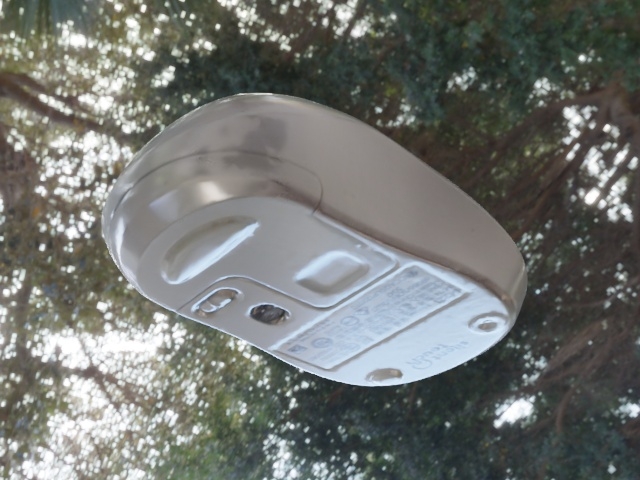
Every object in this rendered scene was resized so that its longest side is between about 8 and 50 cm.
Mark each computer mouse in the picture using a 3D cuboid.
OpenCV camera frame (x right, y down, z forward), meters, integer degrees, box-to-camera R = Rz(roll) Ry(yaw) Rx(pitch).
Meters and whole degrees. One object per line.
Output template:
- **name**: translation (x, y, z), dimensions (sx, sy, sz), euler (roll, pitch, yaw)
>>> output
- **computer mouse**: translation (0.000, 0.000, 0.529), dimensions (0.297, 0.184, 0.121), euler (22, -137, -34)
